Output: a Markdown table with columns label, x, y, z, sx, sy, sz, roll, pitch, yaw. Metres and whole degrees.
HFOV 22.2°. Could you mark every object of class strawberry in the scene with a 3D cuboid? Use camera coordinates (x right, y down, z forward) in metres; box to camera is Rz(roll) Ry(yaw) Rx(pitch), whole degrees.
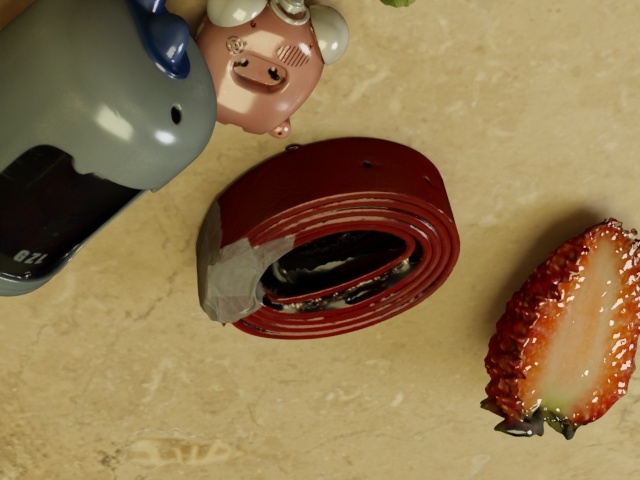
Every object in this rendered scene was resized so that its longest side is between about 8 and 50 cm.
| label | x | y | z | sx | sy | sz | roll | pitch | yaw |
| --- | --- | --- | --- | --- | --- | --- | --- | --- | --- |
| strawberry | 0.318 | 0.099 | 2.106 | 0.233 | 0.137 | 0.306 | 7 | 107 | -39 |

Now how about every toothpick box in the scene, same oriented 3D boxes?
| label | x | y | z | sx | sy | sz | roll | pitch | yaw |
| --- | --- | --- | --- | --- | --- | --- | --- | --- | --- |
| toothpick box | -0.267 | -0.135 | 1.700 | 0.354 | 0.263 | 0.263 | -35 | 128 | 28 |

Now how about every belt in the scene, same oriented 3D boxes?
| label | x | y | z | sx | sy | sz | roll | pitch | yaw |
| --- | --- | --- | --- | --- | --- | --- | --- | --- | --- |
| belt | 0.000 | 0.000 | 1.954 | 0.324 | 0.115 | 0.227 | -15 | 131 | 2 |

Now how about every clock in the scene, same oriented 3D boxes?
| label | x | y | z | sx | sy | sz | roll | pitch | yaw |
| --- | --- | --- | --- | --- | --- | --- | --- | --- | --- |
| clock | -0.064 | -0.201 | 1.774 | 0.166 | 0.093 | 0.162 | 18 | 124 | -23 |

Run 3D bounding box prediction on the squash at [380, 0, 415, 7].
| label | x | y | z | sx | sy | sz | roll | pitch | yaw |
| --- | --- | --- | --- | --- | --- | --- | --- | --- | --- |
| squash | 0.063 | -0.340 | 1.683 | 0.066 | 0.066 | 0.229 | -13 | 132 | 3 |
